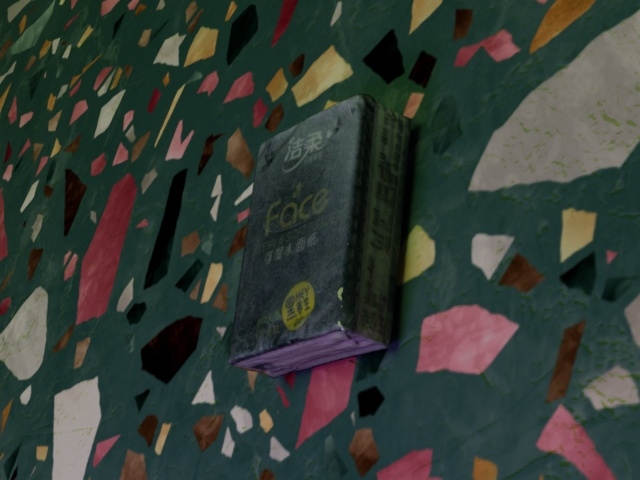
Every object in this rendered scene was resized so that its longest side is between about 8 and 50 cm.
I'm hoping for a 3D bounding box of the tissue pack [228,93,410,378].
[{"bbox_3d":[0.000,0.000,1.188,0.185,0.081,0.257,-21,54,45],"label":"tissue pack"}]
